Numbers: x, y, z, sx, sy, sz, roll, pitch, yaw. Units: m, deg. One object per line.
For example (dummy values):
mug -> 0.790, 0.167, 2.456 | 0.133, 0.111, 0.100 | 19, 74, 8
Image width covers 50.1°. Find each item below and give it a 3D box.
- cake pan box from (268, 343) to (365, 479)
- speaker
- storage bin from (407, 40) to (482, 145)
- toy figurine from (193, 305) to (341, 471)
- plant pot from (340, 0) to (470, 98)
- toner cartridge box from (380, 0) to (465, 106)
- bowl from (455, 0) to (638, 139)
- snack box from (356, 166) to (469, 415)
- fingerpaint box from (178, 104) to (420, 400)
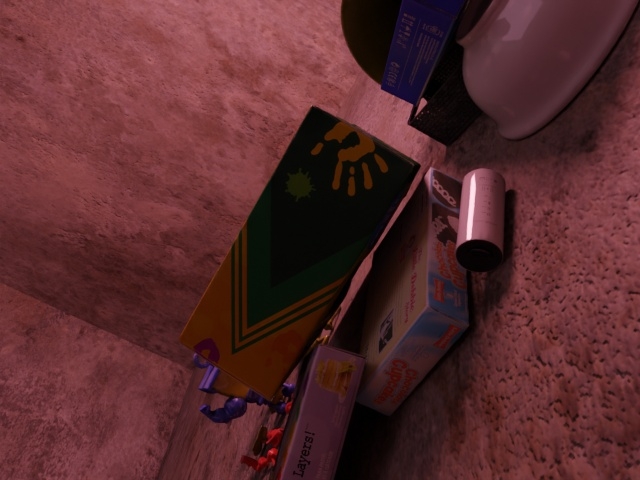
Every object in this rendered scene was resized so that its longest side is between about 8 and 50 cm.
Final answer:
cake pan box -> -0.017, 0.271, 0.917 | 0.267, 0.070, 0.245 | 113, 176, -77
speaker -> 0.194, -0.026, 0.825 | 0.055, 0.055, 0.136 | -54, 14, 43
storage bin -> 0.235, -0.261, 1.163 | 0.180, 0.084, 0.122 | -50, 16, 56
toy figurine -> -0.137, 0.245, 1.358 | 0.362, 0.217, 0.191 | -67, 10, -19
plant pot -> 0.232, -0.472, 1.340 | 0.293, 0.275, 0.275 | -49, 0, -34
toner cartridge box -> 0.169, -0.335, 1.012 | 0.165, 0.075, 0.348 | -62, -3, -6
bowl -> 0.272, -0.292, 0.904 | 0.297, 0.134, 0.298 | -61, 10, 17
snack box -> 0.126, 0.057, 0.938 | 0.187, 0.060, 0.322 | -59, 10, 35
fingerpaint box -> 0.000, 0.000, 1.095 | 0.371, 0.163, 0.445 | -59, -5, 10
